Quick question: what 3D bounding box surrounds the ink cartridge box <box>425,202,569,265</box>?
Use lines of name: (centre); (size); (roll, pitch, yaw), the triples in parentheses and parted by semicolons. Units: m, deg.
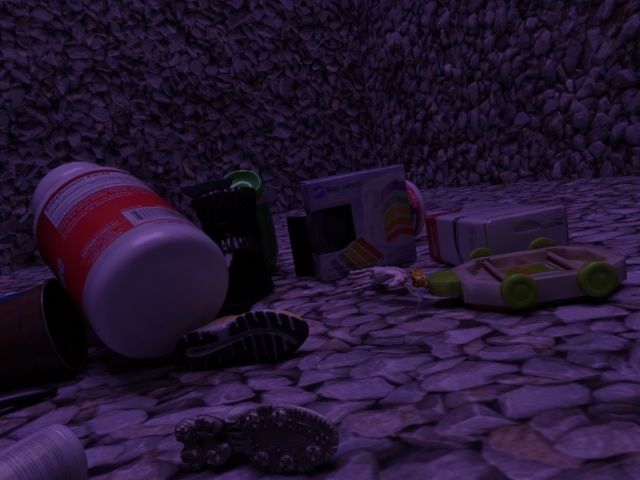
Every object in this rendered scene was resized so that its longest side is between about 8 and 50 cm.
ink cartridge box: (0.386, -0.013, 1.272); (0.197, 0.114, 0.273); (-11, 7, -14)

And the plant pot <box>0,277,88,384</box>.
plant pot: (-0.513, 0.167, 0.968); (0.165, 0.167, 0.167); (-17, 9, -5)

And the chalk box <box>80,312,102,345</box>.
chalk box: (-0.472, 0.140, 1.174); (0.213, 0.132, 0.132); (-12, 9, -7)

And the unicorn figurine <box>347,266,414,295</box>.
unicorn figurine: (0.116, 0.077, 1.159); (0.111, 0.060, 0.162); (-11, 8, -2)

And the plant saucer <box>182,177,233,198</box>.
plant saucer: (-0.256, -0.118, 1.306); (0.119, 0.021, 0.119); (-16, 0, 0)

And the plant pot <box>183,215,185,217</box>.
plant pot: (-0.487, 0.044, 1.497); (0.290, 0.290, 0.195); (-6, 53, 25)

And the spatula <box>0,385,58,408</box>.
spatula: (-0.523, 0.254, 0.790); (0.296, 0.030, 0.084); (-15, 10, -35)

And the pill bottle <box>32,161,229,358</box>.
pill bottle: (-0.358, 0.008, 1.002); (0.229, 0.229, 0.408); (-16, 35, -37)

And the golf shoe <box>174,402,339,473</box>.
golf shoe: (-0.058, 0.189, 0.581); (0.176, 0.069, 0.086); (-5, 3, 21)

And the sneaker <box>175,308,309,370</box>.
sneaker: (-0.118, 0.145, 0.895); (0.208, 0.081, 0.094); (-9, 6, 10)

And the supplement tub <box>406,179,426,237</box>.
supplement tub: (0.156, -0.071, 1.678); (0.272, 0.191, 0.191); (-14, 9, -30)

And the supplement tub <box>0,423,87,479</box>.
supplement tub: (-0.286, 0.229, 0.537); (0.071, 0.071, 0.107); (-5, 9, 31)

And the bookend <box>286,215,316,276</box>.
bookend: (0.000, 0.000, 1.493); (0.072, 0.157, 0.156); (-2, 12, 43)

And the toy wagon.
toy wagon: (0.332, 0.061, 0.994); (0.344, 0.068, 0.267); (-10, 8, 5)

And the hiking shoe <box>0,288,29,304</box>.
hiking shoe: (-0.631, 0.155, 1.308); (0.132, 0.113, 0.304); (-6, 9, 26)

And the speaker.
speaker: (-0.190, -0.044, 1.529); (0.131, 0.296, 0.131); (-3, 48, 4)

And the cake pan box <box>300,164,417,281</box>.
cake pan box: (0.091, -0.045, 1.383); (0.267, 0.245, 0.070); (-11, 8, -16)

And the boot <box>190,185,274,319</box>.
boot: (-0.220, 0.021, 1.232); (0.131, 0.260, 0.348); (-8, 8, 15)
